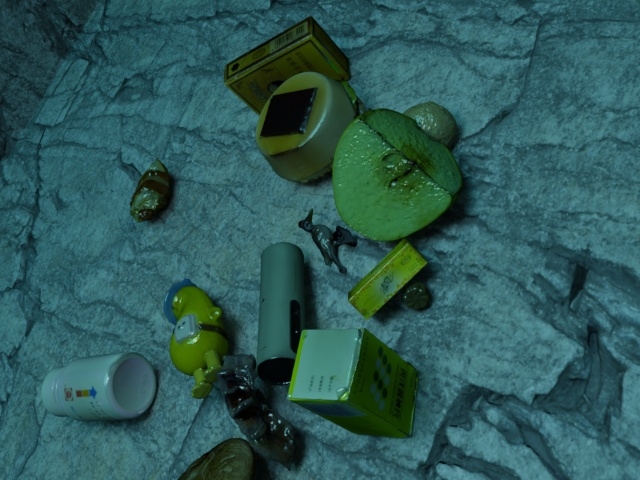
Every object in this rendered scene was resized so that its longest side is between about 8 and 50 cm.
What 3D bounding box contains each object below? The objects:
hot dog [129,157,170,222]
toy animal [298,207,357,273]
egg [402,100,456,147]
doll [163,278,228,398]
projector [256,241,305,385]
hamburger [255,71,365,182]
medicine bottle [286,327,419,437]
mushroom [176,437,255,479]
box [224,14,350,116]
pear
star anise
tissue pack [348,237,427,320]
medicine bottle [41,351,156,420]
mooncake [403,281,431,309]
[{"bbox_3d":[-0.518,-0.149,2.090,0.146,0.103,0.213,-36,33,45],"label":"hot dog"},{"bbox_3d":[0.007,-0.006,1.607,0.202,0.070,0.105,34,106,41],"label":"toy animal"},{"bbox_3d":[0.244,-0.259,1.546,0.140,0.116,0.118,24,52,21],"label":"egg"},{"bbox_3d":[-0.300,0.215,1.657,0.199,0.145,0.363,-50,39,19],"label":"doll"},{"bbox_3d":[-0.087,0.156,1.513,0.108,0.108,0.337,-27,40,22],"label":"projector"},{"bbox_3d":[-0.025,-0.288,1.734,0.302,0.170,0.302,-21,55,32],"label":"hamburger"},{"bbox_3d":[0.068,0.270,1.260,0.141,0.250,0.137,-8,58,32],"label":"medicine bottle"},{"bbox_3d":[-0.234,0.528,1.385,0.278,0.146,0.278,-50,10,13],"label":"mushroom"},{"bbox_3d":[-0.094,-0.471,1.882,0.301,0.193,0.084,-21,52,27],"label":"box"},{"bbox_3d":[0.148,-0.124,1.484,0.292,0.292,0.159,-20,12,28],"label":"pear"},{"bbox_3d":[-0.146,0.346,1.432,0.111,0.198,0.257,-32,31,-9],"label":"star anise"},{"bbox_3d":[0.138,0.079,1.420,0.176,0.062,0.095,-44,4,8],"label":"tissue pack"},{"bbox_3d":[-0.583,0.384,1.754,0.293,0.170,0.170,-12,57,31],"label":"medicine bottle"},{"bbox_3d":[0.086,0.213,1.413,0.150,0.057,0.347,31,98,3],"label":"mooncake"}]
